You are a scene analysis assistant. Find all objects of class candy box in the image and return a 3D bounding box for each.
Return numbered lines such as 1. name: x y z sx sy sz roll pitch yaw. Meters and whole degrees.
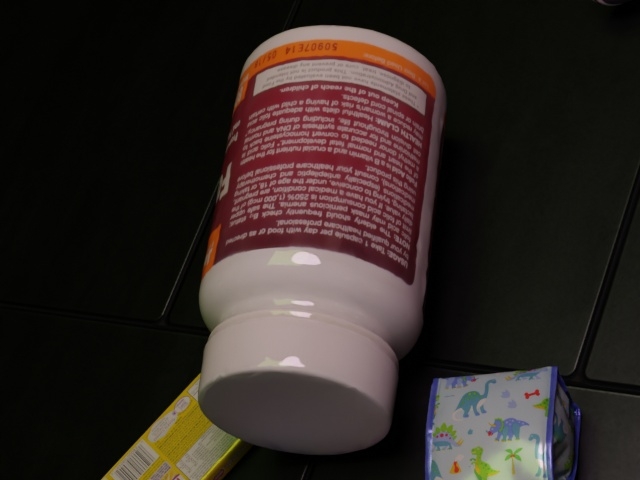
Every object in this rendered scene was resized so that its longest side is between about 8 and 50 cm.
1. candy box: -0.134 0.214 1.849 0.206 0.027 0.105 -47 51 -6

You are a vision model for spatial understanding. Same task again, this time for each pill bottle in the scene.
1. pill bottle: 0.000 0.000 1.789 0.224 0.224 0.392 -8 55 25

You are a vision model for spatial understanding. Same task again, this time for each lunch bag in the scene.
1. lunch bag: 0.166 0.202 1.641 0.128 0.096 0.151 -10 45 23

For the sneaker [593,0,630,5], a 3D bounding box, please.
1. sneaker: 0.414 -0.355 1.862 0.321 0.126 0.127 -42 43 -4
